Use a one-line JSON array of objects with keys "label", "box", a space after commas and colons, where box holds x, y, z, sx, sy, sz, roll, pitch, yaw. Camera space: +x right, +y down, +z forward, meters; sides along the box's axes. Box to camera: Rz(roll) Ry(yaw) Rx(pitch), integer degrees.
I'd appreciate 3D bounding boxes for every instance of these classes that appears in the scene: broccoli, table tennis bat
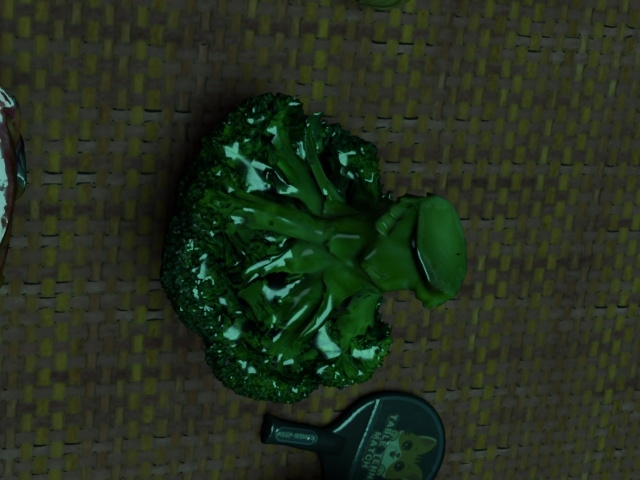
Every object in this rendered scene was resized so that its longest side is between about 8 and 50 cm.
[{"label": "broccoli", "box": [0.000, 0.000, 1.173, 0.297, 0.297, 0.298, 15, 71, -50]}, {"label": "table tennis bat", "box": [0.039, 0.230, 1.394, 0.236, 0.027, 0.150, 17, 98, -29]}]

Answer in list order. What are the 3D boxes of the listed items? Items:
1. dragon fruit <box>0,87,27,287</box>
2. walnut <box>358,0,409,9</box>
[{"label": "dragon fruit", "box": [-0.393, -0.064, 1.040, 0.290, 0.189, 0.291, -4, 99, -25]}, {"label": "walnut", "box": [0.063, -0.286, 1.211, 0.105, 0.105, 0.125, 26, 83, -27]}]
